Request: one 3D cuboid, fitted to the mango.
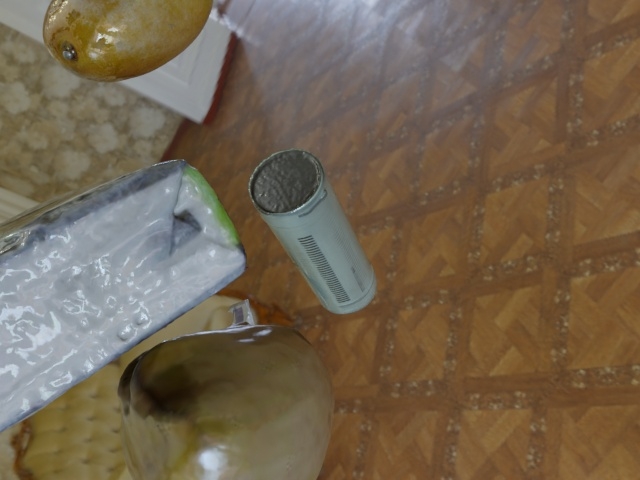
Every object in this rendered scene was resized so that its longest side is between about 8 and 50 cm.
[{"bbox_3d":[-0.319,-0.410,1.333,0.221,0.199,0.384,5,44,34],"label":"mango"}]

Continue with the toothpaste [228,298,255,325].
[{"bbox_3d":[-0.130,0.261,1.526,0.099,0.068,0.282,-19,83,34],"label":"toothpaste"}]

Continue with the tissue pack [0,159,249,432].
[{"bbox_3d":[-0.264,0.046,0.689,0.288,0.124,0.394,-34,15,-22],"label":"tissue pack"}]

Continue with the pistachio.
[{"bbox_3d":[-0.077,0.188,0.780,0.163,0.260,0.213,-30,80,46],"label":"pistachio"}]

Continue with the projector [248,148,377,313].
[{"bbox_3d":[0.000,0.000,1.113,0.108,0.337,0.108,-8,60,14],"label":"projector"}]
